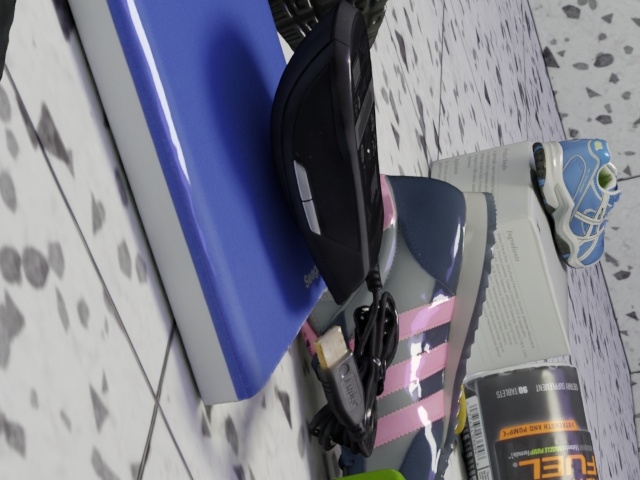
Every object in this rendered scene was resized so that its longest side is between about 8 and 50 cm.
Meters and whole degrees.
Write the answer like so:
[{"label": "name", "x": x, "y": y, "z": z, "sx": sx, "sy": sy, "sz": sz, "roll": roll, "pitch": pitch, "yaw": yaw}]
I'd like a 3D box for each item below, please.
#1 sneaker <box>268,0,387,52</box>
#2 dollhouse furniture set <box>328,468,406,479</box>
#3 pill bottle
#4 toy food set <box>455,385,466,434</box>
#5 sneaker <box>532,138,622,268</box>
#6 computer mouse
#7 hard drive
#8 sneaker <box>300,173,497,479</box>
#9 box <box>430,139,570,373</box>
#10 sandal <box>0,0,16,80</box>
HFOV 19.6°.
[{"label": "sneaker", "x": -0.021, "y": -0.261, "z": 1.360, "sx": 0.130, "sy": 0.109, "sz": 0.286, "roll": 114, "pitch": -40, "yaw": -87}, {"label": "dollhouse furniture set", "x": 0.000, "y": 0.233, "z": 0.800, "sx": 0.301, "sy": 0.197, "sz": 0.151, "roll": 55, "pitch": 25, "yaw": -58}, {"label": "pill bottle", "x": 0.217, "y": 0.254, "z": 1.856, "sx": 0.130, "sy": 0.130, "sz": 0.246, "roll": 38, "pitch": 41, "yaw": -70}, {"label": "toy food set", "x": 0.050, "y": 0.069, "z": 1.480, "sx": 0.128, "sy": 0.071, "sz": 0.218, "roll": 37, "pitch": -36, "yaw": 60}, {"label": "sneaker", "x": 0.288, "y": -0.037, "z": 1.999, "sx": 0.211, "sy": 0.081, "sz": 0.080, "roll": 60, "pitch": 19, "yaw": -56}, {"label": "computer mouse", "x": 0.000, "y": 0.000, "z": 1.108, "sx": 0.184, "sy": 0.060, "sz": 0.262, "roll": -74, "pitch": 160, "yaw": -57}, {"label": "hard drive", "x": -0.069, "y": -0.092, "z": 1.104, "sx": 0.210, "sy": 0.040, "sz": 0.319, "roll": -56, "pitch": 133, "yaw": -62}, {"label": "sneaker", "x": 0.034, "y": 0.103, "z": 1.326, "sx": 0.112, "sy": 0.131, "sz": 0.319, "roll": 123, "pitch": -19, "yaw": -70}, {"label": "box", "x": 0.194, "y": 0.016, "z": 2.005, "sx": 0.181, "sy": 0.119, "sz": 0.182, "roll": -79, "pitch": 153, "yaw": -59}, {"label": "sandal", "x": -0.172, "y": -0.194, "z": 0.731, "sx": 0.167, "sy": 0.107, "sz": 0.446, "roll": 62, "pitch": 33, "yaw": -54}]
